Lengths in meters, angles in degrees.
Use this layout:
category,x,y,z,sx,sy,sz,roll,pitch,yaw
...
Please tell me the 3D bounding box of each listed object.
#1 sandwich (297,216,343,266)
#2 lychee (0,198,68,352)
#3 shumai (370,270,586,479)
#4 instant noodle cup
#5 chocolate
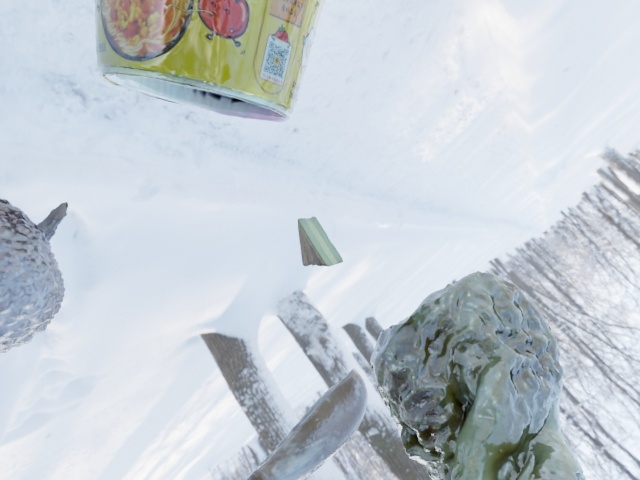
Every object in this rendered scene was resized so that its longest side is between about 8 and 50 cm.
category,x,y,z,sx,sy,sz,roll,pitch,yaw
sandwich,0.000,0.000,0.988,0.074,0.117,0.074,-2,-171,40
lychee,-0.335,0.032,0.418,0.197,0.165,0.165,-40,167,-36
shumai,0.169,0.177,0.404,0.189,0.218,0.256,-31,128,14
instant noodle cup,-0.138,-0.307,0.534,0.325,0.325,0.254,-6,109,-61
chocolate,-0.009,0.344,0.722,0.254,0.080,0.157,-40,167,-23
